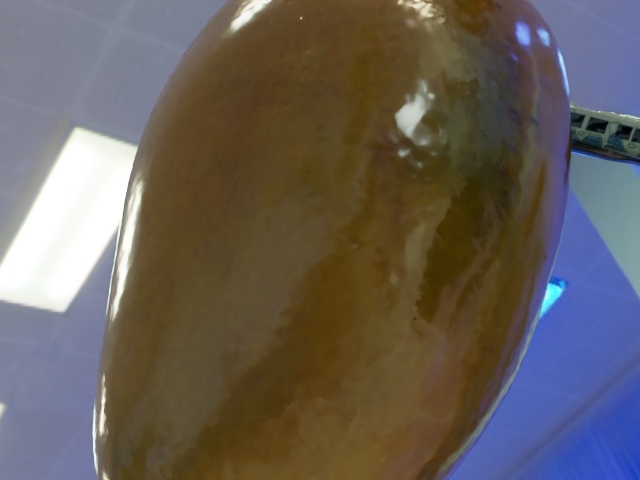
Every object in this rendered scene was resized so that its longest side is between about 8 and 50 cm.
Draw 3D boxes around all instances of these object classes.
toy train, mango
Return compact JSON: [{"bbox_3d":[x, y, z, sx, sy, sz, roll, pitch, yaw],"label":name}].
[{"bbox_3d":[0.248,-0.095,0.823,0.043,0.207,0.047,14,-84,-53],"label":"toy train"},{"bbox_3d":[0.000,0.000,0.587,0.300,0.446,0.232,5,-28,34],"label":"mango"}]
